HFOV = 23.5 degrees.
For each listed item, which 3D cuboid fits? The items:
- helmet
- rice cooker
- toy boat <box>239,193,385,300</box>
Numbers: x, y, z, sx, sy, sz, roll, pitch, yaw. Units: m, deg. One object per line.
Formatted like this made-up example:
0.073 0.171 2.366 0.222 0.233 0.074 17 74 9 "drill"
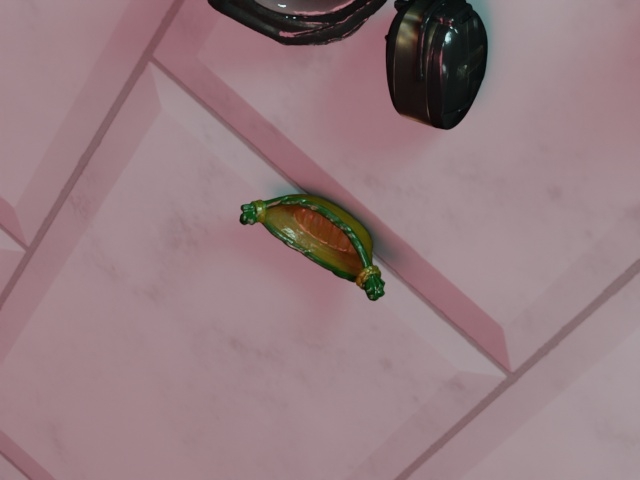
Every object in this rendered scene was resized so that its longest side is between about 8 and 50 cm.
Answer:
-0.003 -0.343 1.781 0.198 0.154 0.253 23 158 -36 "helmet"
0.135 -0.211 1.807 0.106 0.112 0.165 14 127 34 "rice cooker"
0.000 0.000 2.067 0.229 0.088 0.089 29 132 14 "toy boat"
